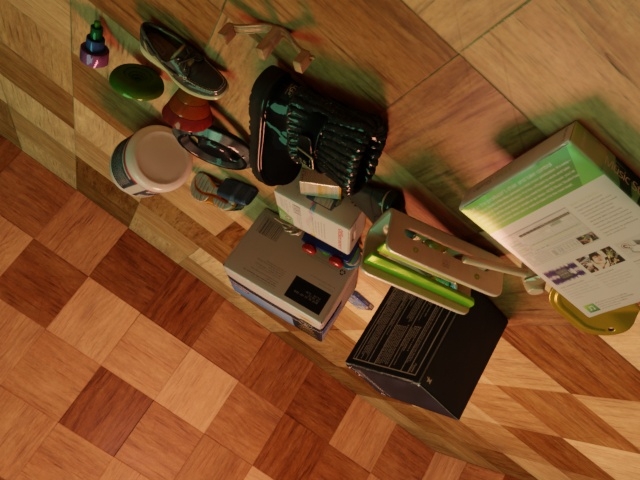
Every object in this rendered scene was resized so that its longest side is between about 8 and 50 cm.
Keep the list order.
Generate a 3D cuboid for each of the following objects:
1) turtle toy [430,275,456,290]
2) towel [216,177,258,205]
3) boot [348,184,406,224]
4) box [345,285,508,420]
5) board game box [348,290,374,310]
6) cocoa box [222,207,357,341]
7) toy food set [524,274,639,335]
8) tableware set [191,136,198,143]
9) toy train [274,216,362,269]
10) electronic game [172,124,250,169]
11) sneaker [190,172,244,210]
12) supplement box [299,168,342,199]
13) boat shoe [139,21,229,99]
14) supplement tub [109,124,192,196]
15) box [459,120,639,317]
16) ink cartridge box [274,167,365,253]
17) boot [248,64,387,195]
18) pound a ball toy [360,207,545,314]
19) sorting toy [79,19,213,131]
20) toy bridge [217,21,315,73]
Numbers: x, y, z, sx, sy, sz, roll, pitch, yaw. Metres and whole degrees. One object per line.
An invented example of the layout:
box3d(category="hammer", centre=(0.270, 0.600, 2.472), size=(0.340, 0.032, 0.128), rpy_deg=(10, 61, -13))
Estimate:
box3d(category="turtle toy", centre=(0.296, 0.076, 1.359), size=(0.130, 0.095, 0.066), rpy_deg=(42, 141, 19))
box3d(category="towel", centre=(-0.243, -0.140, 1.703), size=(0.119, 0.067, 0.029), rpy_deg=(22, 155, 29))
box3d(category="boot", centre=(0.125, -0.061, 1.335), size=(0.137, 0.077, 0.198), rpy_deg=(28, 146, 29))
box3d(category="box", centre=(0.273, 0.267, 1.512), size=(0.183, 0.296, 0.294), rpy_deg=(44, 158, -24))
box3d(category="board game box", centre=(0.126, 0.206, 1.999), size=(0.090, 0.020, 0.090), rpy_deg=(41, 160, -21))
box3d(category="cocoa box", centre=(-0.084, 0.112, 1.794), size=(0.347, 0.231, 0.228), rpy_deg=(29, 160, 13))
box3d(category="toy food set", centre=(0.507, 0.091, 1.106), size=(0.218, 0.071, 0.128), rpy_deg=(38, 136, -17))
box3d(category="tableware set", centre=(-0.327, -0.287, 1.565), size=(0.141, 0.020, 0.169), rpy_deg=(27, 158, 18))
box3d(category="toy train", centre=(0.000, 0.000, 1.627), size=(0.248, 0.105, 0.143), rpy_deg=(25, 172, 23))
box3d(category="electronic game", centre=(-0.269, -0.243, 1.493), size=(0.229, 0.048, 0.229), rpy_deg=(18, 167, 4))
box3d(category="sneaker", centre=(-0.324, -0.142, 1.814), size=(0.215, 0.084, 0.083), rpy_deg=(32, -171, 31))
box3d(category="supplement box", centre=(0.003, -0.130, 1.351), size=(0.098, 0.036, 0.062), rpy_deg=(8, 156, 4))
box3d(category="boat shoe", centre=(-0.292, -0.377, 1.220), size=(0.223, 0.080, 0.073), rpy_deg=(36, 165, 7))
box3d(category="supplement tub", centre=(-0.511, -0.228, 1.730), size=(0.191, 0.191, 0.272), rpy_deg=(43, 158, -25))
box3d(category="box", centre=(0.416, -0.017, 0.923), size=(0.322, 0.058, 0.232), rpy_deg=(37, 145, -12))
box3d(category="ink cartridge box", centre=(0.002, -0.073, 1.446), size=(0.212, 0.093, 0.154), rpy_deg=(30, 160, 15))
box3d(category="boot", centre=(-0.011, -0.172, 1.184), size=(0.260, 0.131, 0.348), rpy_deg=(30, 159, 11))
box3d(category="pound a ball toy", centre=(0.273, 0.029, 1.202), size=(0.319, 0.136, 0.208), rpy_deg=(22, 147, -13))
box3d(category="sorting toy", centre=(-0.399, -0.397, 1.350), size=(0.365, 0.127, 0.126), rpy_deg=(32, 133, 6))
box3d(category="toy bridge", centre=(-0.087, -0.343, 1.006), size=(0.188, 0.063, 0.026), rpy_deg=(27, 159, 23))
